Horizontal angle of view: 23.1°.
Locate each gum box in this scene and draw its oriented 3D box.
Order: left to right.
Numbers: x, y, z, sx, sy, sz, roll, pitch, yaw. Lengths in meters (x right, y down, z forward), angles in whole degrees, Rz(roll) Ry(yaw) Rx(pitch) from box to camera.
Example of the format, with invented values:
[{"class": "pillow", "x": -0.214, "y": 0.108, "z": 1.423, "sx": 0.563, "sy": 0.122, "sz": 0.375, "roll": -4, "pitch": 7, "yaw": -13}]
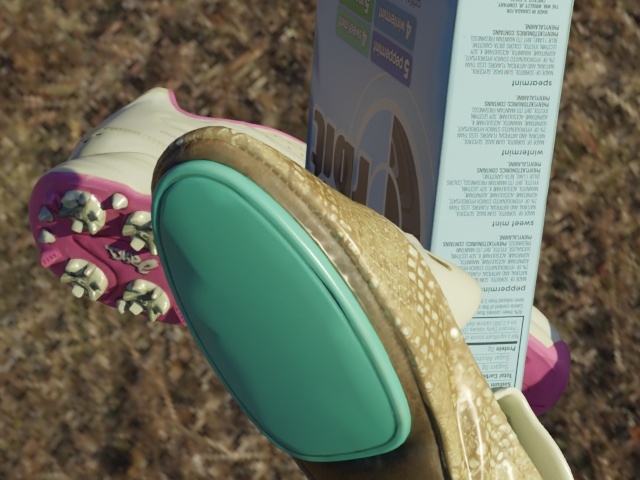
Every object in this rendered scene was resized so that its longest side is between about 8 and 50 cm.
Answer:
[{"class": "gum box", "x": 0.032, "y": -0.016, "z": 0.561, "sx": 0.041, "sy": 0.184, "sz": 0.157, "roll": 0, "pitch": 18, "yaw": -16}]

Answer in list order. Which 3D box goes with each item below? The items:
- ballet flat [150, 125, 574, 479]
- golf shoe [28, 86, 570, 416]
[{"class": "ballet flat", "x": 0.025, "y": 0.048, "z": 0.430, "sx": 0.073, "sy": 0.206, "sz": 0.067, "roll": -9, "pitch": 27, "yaw": 44}, {"class": "golf shoe", "x": 0.000, "y": 0.000, "z": 0.869, "sx": 0.306, "sy": 0.115, "sz": 0.140, "roll": 23, "pitch": 43, "yaw": 1}]
